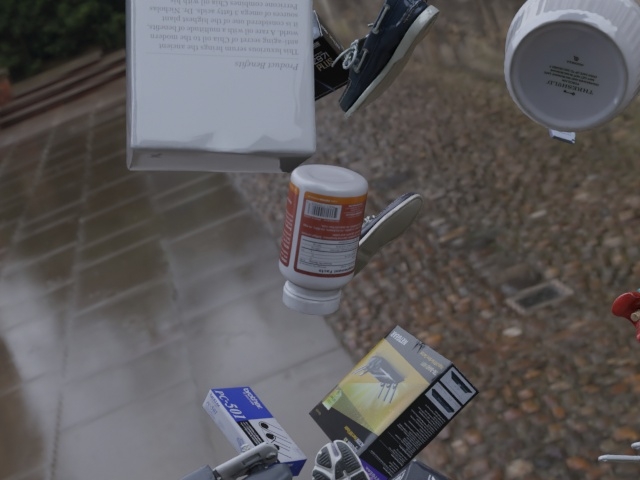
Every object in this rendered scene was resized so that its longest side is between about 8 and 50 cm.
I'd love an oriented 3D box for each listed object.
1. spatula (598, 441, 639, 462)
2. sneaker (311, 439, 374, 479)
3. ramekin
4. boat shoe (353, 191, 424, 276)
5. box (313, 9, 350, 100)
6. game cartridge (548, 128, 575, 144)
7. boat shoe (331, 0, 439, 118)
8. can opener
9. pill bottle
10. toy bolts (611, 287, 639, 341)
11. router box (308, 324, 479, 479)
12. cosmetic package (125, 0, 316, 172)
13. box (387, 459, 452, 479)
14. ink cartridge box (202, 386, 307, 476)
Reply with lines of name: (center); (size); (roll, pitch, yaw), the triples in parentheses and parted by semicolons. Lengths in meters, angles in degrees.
spatula: (0.522, 0.296, 1.642); (0.242, 0.019, 0.168); (5, -27, -27)
sneaker: (0.049, 0.303, 1.324); (0.068, 0.170, 0.071); (-28, 2, 17)
ramekin: (0.452, -0.317, 2.079); (0.273, 0.272, 0.127); (-13, 24, 29)
boat shoe: (0.083, -0.018, 1.971); (0.206, 0.075, 0.065); (-43, 55, 6)
box: (-0.045, -0.341, 2.278); (0.180, 0.147, 0.077); (-26, 51, 16)
game cartridge: (0.486, -0.233, 2.349); (0.017, 0.056, 0.083); (125, 159, -53)
boat shoe: (0.080, -0.269, 1.682); (0.095, 0.079, 0.254); (-44, -4, -32)
can opener: (-0.188, 0.425, 1.971); (0.280, 0.074, 0.093); (-24, 52, -5)
pill bottle: (0.000, 0.000, 1.809); (0.121, 0.216, 0.121); (8, 21, -3)
toy bolts: (0.708, 0.107, 2.259); (0.158, 0.218, 0.228); (-22, -20, -45)
router box: (0.122, 0.291, 2.088); (0.243, 0.081, 0.309); (-45, 15, -5)
cosmetic package: (-0.134, -0.322, 1.500); (0.230, 0.453, 0.161); (1, -6, -13)
box: (0.037, 0.515, 1.630); (0.318, 0.097, 0.395); (-62, 5, -37)
ink cartridge box: (-0.123, 0.354, 2.156); (0.097, 0.046, 0.207); (2, 33, -44)
